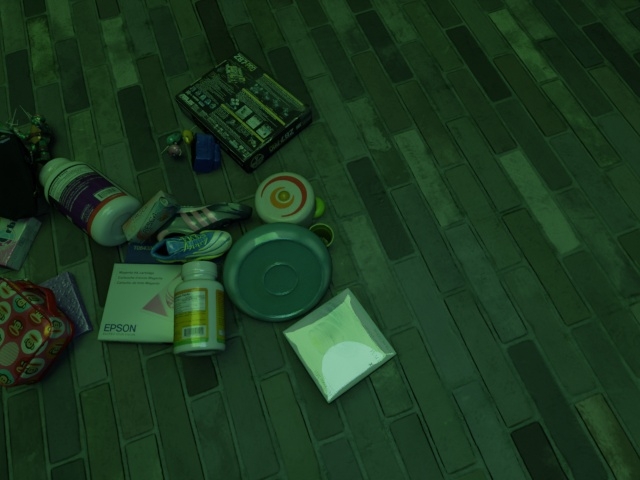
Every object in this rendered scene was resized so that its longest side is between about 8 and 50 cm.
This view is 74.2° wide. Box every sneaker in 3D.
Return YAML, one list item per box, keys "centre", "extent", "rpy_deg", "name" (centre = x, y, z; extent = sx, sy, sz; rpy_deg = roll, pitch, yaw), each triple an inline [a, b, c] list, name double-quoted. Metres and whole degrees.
- centre: [-0.387, 0.025, 1.255]
  extent: [0.240, 0.126, 0.091]
  rpy_deg: [-13, 92, 1]
  name: "sneaker"
- centre: [-0.372, -0.045, 1.360]
  extent: [0.319, 0.112, 0.131]
  rpy_deg: [-7, 75, 7]
  name: "sneaker"

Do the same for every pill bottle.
- centre: [-0.335, 0.188, 1.175]
  extent: [0.136, 0.136, 0.245]
  rpy_deg: [-6, 69, -1]
  name: "pill bottle"
- centre: [-0.742, -0.132, 1.362]
  extent: [0.323, 0.181, 0.181]
  rpy_deg: [34, 73, 15]
  name: "pill bottle"

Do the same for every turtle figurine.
- centre: [-1.013, -0.374, 1.501]
  extent: [0.175, 0.118, 0.234]
  rpy_deg: [-17, 79, 32]
  name: "turtle figurine"

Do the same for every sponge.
- centre: [-0.793, 0.210, 1.300]
  extent: [0.117, 0.031, 0.210]
  rpy_deg: [-28, 73, -8]
  name: "sponge"

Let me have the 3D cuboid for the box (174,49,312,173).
- centre: [-0.277, -0.475, 1.530]
  extent: [0.395, 0.097, 0.318]
  rpy_deg: [42, 77, 17]
  name: "box"

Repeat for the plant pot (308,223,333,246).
- centre: [0.000, 0.000, 1.335]
  extent: [0.083, 0.079, 0.083]
  rpy_deg: [0, 68, 1]
  name: "plant pot"

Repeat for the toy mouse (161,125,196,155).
- centre: [-0.516, -0.343, 1.495]
  extent: [0.143, 0.031, 0.161]
  rpy_deg: [-18, 48, 17]
  name: "toy mouse"

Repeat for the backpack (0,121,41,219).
- centre: [-1.067, -0.255, 1.351]
  extent: [0.273, 0.290, 0.355]
  rpy_deg: [-13, 40, -30]
  name: "backpack"

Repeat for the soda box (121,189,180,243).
- centre: [-0.523, -0.070, 1.304]
  extent: [0.183, 0.058, 0.063]
  rpy_deg: [-40, 66, 11]
  name: "soda box"

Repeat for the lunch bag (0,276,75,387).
- centre: [-0.865, 0.242, 1.218]
  extent: [0.293, 0.120, 0.258]
  rpy_deg: [34, 86, 18]
  name: "lunch bag"

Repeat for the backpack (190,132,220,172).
- centre: [-0.399, -0.306, 1.468]
  extent: [0.101, 0.098, 0.120]
  rpy_deg: [2, 65, -28]
  name: "backpack"

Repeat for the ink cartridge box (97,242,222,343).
- centre: [-0.480, 0.150, 1.299]
  extent: [0.324, 0.071, 0.330]
  rpy_deg: [0, 69, 2]
  name: "ink cartridge box"

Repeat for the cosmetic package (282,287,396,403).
- centre: [0.050, 0.295, 1.184]
  extent: [0.225, 0.138, 0.224]
  rpy_deg: [-34, 70, -10]
  name: "cosmetic package"

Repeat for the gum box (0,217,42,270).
- centre: [-1.011, -0.006, 1.383]
  extent: [0.107, 0.062, 0.188]
  rpy_deg: [11, 69, 6]
  name: "gum box"

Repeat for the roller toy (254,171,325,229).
- centre: [-0.111, -0.111, 1.348]
  extent: [0.209, 0.146, 0.191]
  rpy_deg: [-42, 72, -13]
  name: "roller toy"

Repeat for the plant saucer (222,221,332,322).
- centre: [-0.116, 0.104, 1.204]
  extent: [0.318, 0.043, 0.317]
  rpy_deg: [-4, 111, -11]
  name: "plant saucer"
